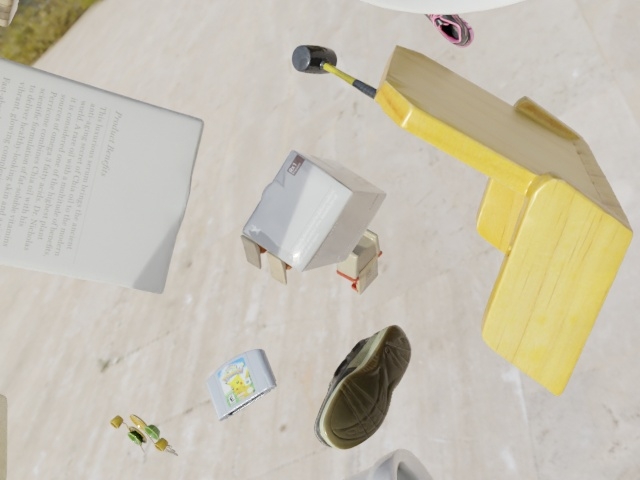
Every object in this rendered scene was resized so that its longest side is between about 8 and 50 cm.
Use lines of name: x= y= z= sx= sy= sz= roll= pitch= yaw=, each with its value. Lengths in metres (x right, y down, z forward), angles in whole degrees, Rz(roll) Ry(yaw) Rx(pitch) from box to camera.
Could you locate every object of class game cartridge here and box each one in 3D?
game cartridge: x=-0.091 y=0.160 z=0.861 sx=0.083 sy=0.017 sz=0.056 roll=-35 pitch=57 yaw=17

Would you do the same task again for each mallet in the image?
mallet: x=0.035 y=-0.209 z=1.000 sx=0.189 sy=0.062 sz=0.039 roll=42 pitch=122 yaw=38

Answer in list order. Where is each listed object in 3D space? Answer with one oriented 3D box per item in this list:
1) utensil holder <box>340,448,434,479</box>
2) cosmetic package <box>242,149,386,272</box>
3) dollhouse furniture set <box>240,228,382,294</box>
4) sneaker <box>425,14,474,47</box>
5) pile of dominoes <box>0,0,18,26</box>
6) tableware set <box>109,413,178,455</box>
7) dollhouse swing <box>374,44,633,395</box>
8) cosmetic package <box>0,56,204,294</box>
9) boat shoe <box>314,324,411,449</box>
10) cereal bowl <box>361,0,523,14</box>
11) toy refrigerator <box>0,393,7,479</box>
utensil holder: x=-0.003 y=0.485 z=0.942 sx=0.385 sy=0.328 sz=0.328 roll=-27 pitch=35 yaw=12
cosmetic package: x=0.000 y=-0.040 z=1.030 sx=0.127 sy=0.107 sz=0.238 roll=-58 pitch=-9 yaw=12
dollhouse furniture set: x=0.000 y=0.000 z=1.665 sx=0.259 sy=0.135 sz=0.262 roll=30 pitch=59 yaw=26
sneaker: x=0.192 y=-0.352 z=1.207 sx=0.047 sy=0.119 sz=0.057 roll=-48 pitch=-8 yaw=35
pile of dominoes: x=-0.421 y=-0.277 z=0.734 sx=0.196 sy=0.251 sz=0.040 roll=-103 pitch=34 yaw=-52
tableware set: x=-0.342 y=0.366 z=1.442 sx=0.154 sy=0.104 sz=0.024 roll=8 pitch=45 yaw=40
dollhouse swing: x=0.192 y=-0.044 z=0.988 sx=0.347 sy=0.304 sz=0.315 roll=-71 pitch=-4 yaw=-63
cosmetic package: x=-0.393 y=-0.095 z=0.907 sx=0.161 sy=0.453 sz=0.230 roll=11 pitch=86 yaw=60
boat shoe: x=0.050 y=0.197 z=1.018 sx=0.073 sy=0.080 sz=0.223 roll=-25 pitch=15 yaw=41
cereal bowl: x=0.094 y=-0.311 z=0.451 sx=0.338 sy=0.339 sz=0.141 roll=-30 pitch=53 yaw=27
toy refrigerator: x=-0.377 y=0.150 z=0.602 sx=0.102 sy=0.269 sz=0.094 roll=-18 pitch=62 yaw=11
